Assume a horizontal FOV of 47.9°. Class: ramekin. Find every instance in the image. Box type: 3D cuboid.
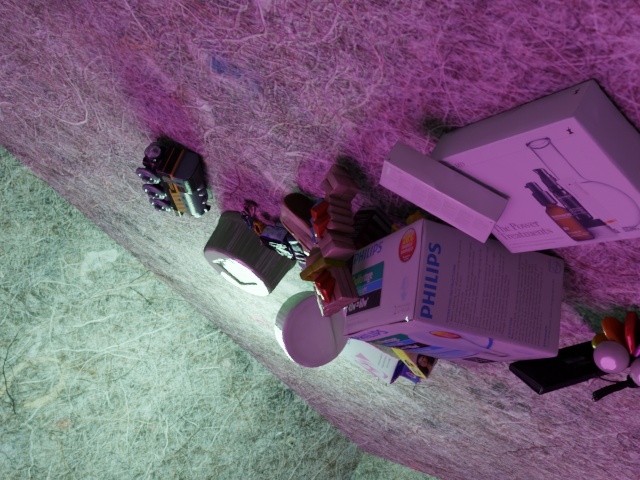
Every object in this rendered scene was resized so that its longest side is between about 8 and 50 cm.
[{"bbox_3d":[-0.246,0.053,2.422,0.303,0.148,0.303,27,157,13],"label":"ramekin"},{"bbox_3d":[-0.036,0.299,2.519,0.273,0.273,0.127,46,166,-30],"label":"ramekin"}]

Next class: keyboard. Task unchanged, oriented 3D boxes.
[{"bbox_3d":[0.606,0.301,1.634,0.201,0.317,0.033,36,129,55],"label":"keyboard"}]

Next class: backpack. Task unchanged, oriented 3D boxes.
[{"bbox_3d":[-0.122,-0.007,2.222,0.114,0.084,0.105,16,153,27],"label":"backpack"}]

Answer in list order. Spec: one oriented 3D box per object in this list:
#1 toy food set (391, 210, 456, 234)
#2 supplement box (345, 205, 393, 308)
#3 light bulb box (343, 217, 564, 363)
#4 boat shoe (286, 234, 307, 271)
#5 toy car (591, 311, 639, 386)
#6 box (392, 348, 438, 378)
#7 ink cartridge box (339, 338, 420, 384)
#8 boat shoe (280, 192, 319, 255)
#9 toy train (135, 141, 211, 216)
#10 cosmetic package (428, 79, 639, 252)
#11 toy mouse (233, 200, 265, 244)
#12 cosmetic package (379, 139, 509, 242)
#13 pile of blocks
[{"bbox_3d":[0.260,-0.016,1.690,0.128,0.071,0.218,-7,156,43],"label":"toy food set"},{"bbox_3d":[0.102,0.045,1.833,0.130,0.239,0.073,45,155,-26],"label":"supplement box"},{"bbox_3d":[0.293,0.134,1.648,0.361,0.225,0.358,15,162,-18],"label":"light bulb box"},{"bbox_3d":[0.044,0.021,2.029,0.340,0.127,0.158,-9,118,44],"label":"boat shoe"},{"bbox_3d":[0.701,0.227,1.588,0.182,0.159,0.136,23,119,23],"label":"toy car"},{"bbox_3d":[0.307,0.367,2.425,0.058,0.087,0.232,9,149,49],"label":"box"},{"bbox_3d":[0.223,0.439,2.703,0.330,0.071,0.324,29,157,13],"label":"ink cartridge box"},{"bbox_3d":[0.000,0.000,1.956,0.302,0.109,0.098,44,138,20],"label":"boat shoe"},{"bbox_3d":[-0.449,-0.178,2.250,0.190,0.142,0.334,18,155,10],"label":"toy train"},{"bbox_3d":[0.411,-0.112,1.308,0.284,0.097,0.377,43,156,-18],"label":"cosmetic package"},{"bbox_3d":[-0.220,-0.082,2.254,0.143,0.031,0.161,46,157,25],"label":"toy mouse"},{"bbox_3d":[0.233,-0.094,1.381,0.239,0.060,0.099,31,161,11],"label":"cosmetic package"},{"bbox_3d":[0.003,-0.005,1.694,0.149,0.362,0.112,-7,167,40],"label":"pile of blocks"}]
